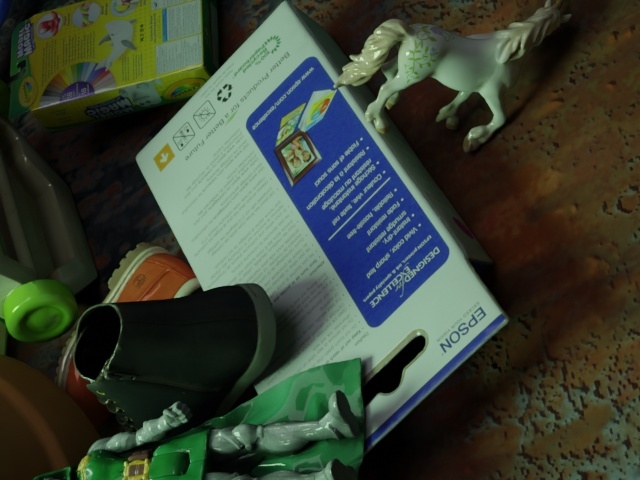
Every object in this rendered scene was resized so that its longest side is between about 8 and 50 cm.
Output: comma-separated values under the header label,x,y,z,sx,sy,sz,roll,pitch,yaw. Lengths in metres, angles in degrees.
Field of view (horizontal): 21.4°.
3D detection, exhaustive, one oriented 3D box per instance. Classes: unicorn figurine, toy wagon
label,x,y,z,sx,sy,sz,roll,pitch,yaw
unicorn figurine,0.099,-0.118,1.148,0.060,0.162,0.111,59,136,37
toy wagon,-0.317,-0.062,1.299,0.068,0.344,0.267,-42,47,19

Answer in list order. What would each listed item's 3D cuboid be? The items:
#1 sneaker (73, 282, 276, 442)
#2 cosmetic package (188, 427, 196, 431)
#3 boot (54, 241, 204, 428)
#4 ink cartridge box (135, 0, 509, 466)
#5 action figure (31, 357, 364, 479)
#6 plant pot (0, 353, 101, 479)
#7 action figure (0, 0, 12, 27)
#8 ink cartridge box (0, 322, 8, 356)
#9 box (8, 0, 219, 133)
label,x,y,z,sx,sy,sz,roll,pitch,yaw
sneaker,-0.127,0.102,1.161,0.222,0.118,0.083,-58,41,42
cosmetic package,-0.067,0.241,1.082,0.117,0.085,0.231,-36,46,-5
boot,-0.140,0.083,1.275,0.084,0.059,0.158,25,84,41
ink cartridge box,0.000,0.000,1.189,0.176,0.069,0.371,-45,44,14
action figure,-0.086,0.150,1.076,0.232,0.063,0.137,-14,49,22
plant pot,-0.308,0.217,1.173,0.291,0.203,0.291,-2,84,21
action figure,-0.343,-0.202,1.567,0.139,0.091,0.280,9,81,38
ink cartridge box,-0.399,0.070,1.460,0.273,0.115,0.198,-26,49,29
box,-0.173,-0.153,1.404,0.179,0.043,0.105,-11,58,13
